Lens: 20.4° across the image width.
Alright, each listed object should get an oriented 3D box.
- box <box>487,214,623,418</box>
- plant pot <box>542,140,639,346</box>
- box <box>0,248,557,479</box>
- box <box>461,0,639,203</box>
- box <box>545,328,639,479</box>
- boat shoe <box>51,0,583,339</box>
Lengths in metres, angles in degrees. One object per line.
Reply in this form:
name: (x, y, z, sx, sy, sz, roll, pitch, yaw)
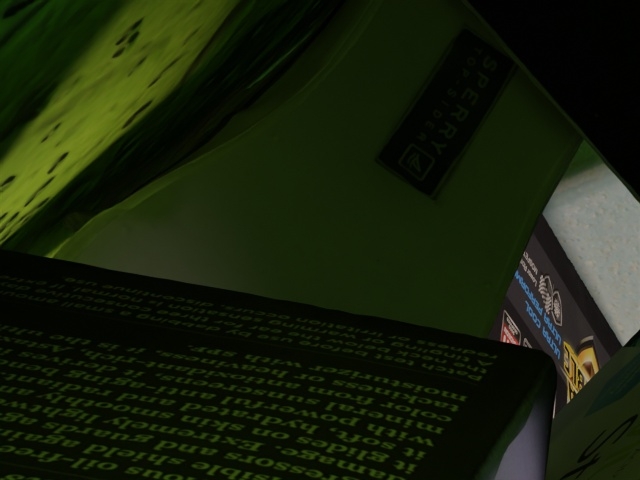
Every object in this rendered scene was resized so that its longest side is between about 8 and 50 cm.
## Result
box: (0.062, 0.120, 0.815, 0.295, 0.073, 0.293, 53, 39, -49)
plant pot: (0.168, -0.012, 1.068, 0.252, 0.248, 0.247, -23, -146, 18)
box: (-0.074, 0.181, 0.348, 0.294, 0.182, 0.296, -34, 131, -70)
box: (0.230, -0.193, 0.513, 0.312, 0.179, 0.343, -36, 171, -28)
box: (0.132, 0.058, 0.527, 0.232, 0.058, 0.322, -42, 179, -29)
boat shoe: (-0.010, 0.003, 0.641, 0.367, 0.136, 0.156, -55, -177, -26)
